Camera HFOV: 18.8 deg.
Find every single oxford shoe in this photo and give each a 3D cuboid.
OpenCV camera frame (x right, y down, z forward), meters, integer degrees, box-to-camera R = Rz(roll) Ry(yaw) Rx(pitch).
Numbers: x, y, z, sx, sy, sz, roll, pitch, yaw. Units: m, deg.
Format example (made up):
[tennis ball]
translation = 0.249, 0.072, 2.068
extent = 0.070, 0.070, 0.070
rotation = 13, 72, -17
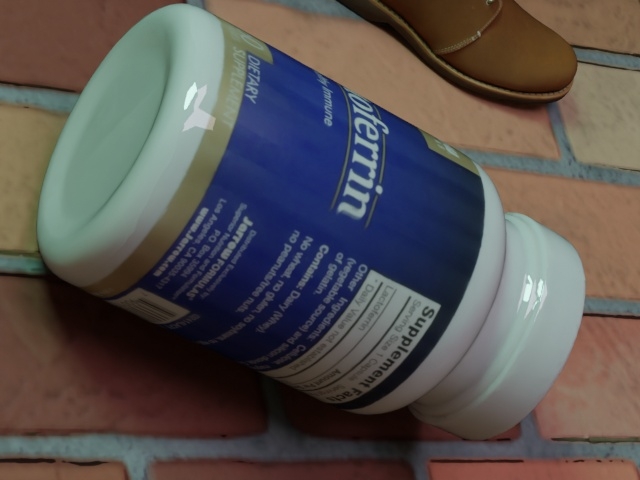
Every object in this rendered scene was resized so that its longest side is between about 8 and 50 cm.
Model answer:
[oxford shoe]
translation = 0.094, -0.155, 1.244
extent = 0.212, 0.076, 0.076
rotation = 27, 47, -27

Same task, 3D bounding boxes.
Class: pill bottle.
[pill bottle]
translation = 0.000, 0.000, 1.005
extent = 0.264, 0.153, 0.153
rotation = 27, 49, -26
